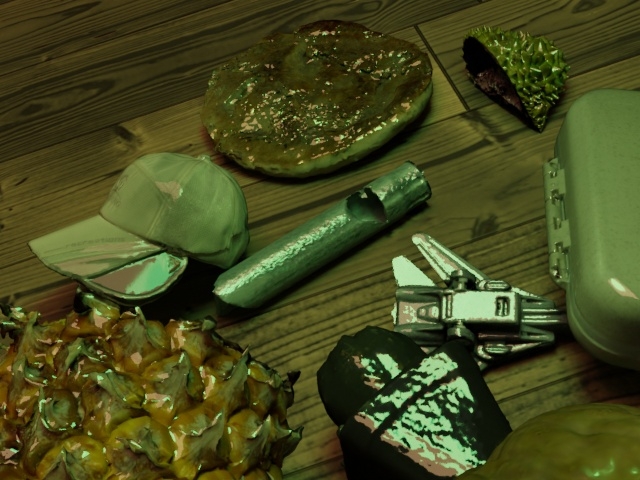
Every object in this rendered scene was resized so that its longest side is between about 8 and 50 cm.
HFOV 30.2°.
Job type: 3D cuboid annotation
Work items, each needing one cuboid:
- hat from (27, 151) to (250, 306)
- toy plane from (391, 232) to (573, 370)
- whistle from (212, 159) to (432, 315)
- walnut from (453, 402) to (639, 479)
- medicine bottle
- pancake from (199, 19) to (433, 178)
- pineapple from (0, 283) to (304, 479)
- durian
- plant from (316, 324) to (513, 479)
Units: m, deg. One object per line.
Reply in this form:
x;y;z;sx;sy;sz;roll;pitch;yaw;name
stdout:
-0.224;-0.021;1.466;0.275;0.161;0.232;-15;11;-16;hat
0.208;0.085;1.302;0.267;0.088;0.212;-1;67;14;toy plane
0.000;0.000;1.482;0.312;0.062;0.062;-32;44;-16;whistle
0.236;0.284;0.933;0.306;0.306;0.344;-39;35;-23;walnut
0.388;-0.016;1.292;0.282;0.123;0.375;10;43;-3;medicine bottle
-0.011;-0.213;1.717;0.356;0.065;0.356;-8;41;7;pancake
-0.195;0.236;1.094;0.352;0.352;0.300;2;52;20;pineapple
0.276;-0.253;1.625;0.108;0.119;0.187;-30;42;-9;durian
0.102;0.194;1.185;0.164;0.142;0.256;-33;55;-17;plant
